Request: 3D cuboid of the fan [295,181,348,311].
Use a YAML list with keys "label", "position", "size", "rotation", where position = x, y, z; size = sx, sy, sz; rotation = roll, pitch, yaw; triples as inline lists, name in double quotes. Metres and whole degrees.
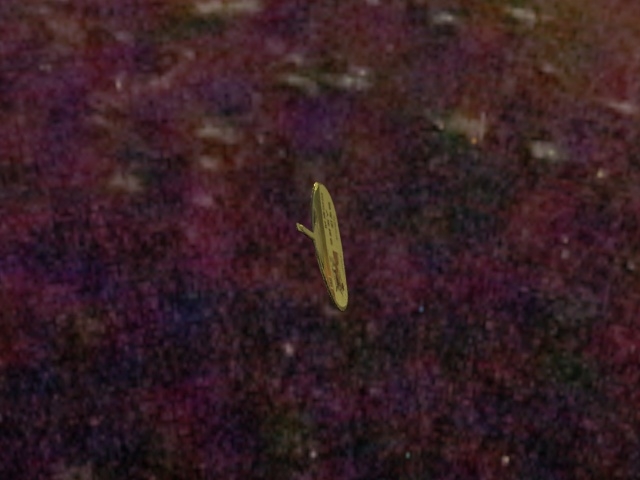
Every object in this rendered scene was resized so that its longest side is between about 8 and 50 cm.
- label: "fan"
  position: [0.003, 0.007, 0.560]
  size: [0.003, 0.060, 0.080]
  rotation: [-12, 17, 13]
